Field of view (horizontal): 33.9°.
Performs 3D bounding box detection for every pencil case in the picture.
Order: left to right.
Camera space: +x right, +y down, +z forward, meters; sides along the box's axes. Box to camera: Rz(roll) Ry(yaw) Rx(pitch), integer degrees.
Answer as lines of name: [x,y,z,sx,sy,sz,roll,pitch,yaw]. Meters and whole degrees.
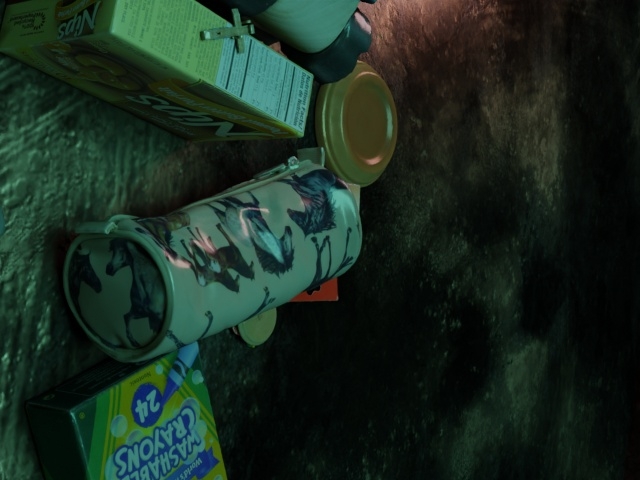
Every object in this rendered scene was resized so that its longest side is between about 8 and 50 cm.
pencil case: [-0.119,0.010,1.279,0.410,0.160,0.184,-22,99,-52]

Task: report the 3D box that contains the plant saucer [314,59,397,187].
plant saucer: [0.063,-0.181,1.624,0.200,0.037,0.200,-2,92,-53]

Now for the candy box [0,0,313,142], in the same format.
candy box: [-0.174,-0.199,1.177,0.316,0.183,0.088,22,74,-52]

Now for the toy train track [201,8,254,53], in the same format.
toy train track: [-0.095,-0.223,1.117,0.083,0.014,0.048,-23,107,-51]

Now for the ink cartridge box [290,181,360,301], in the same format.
ink cartridge box: [0.000,0.000,1.538,0.145,0.045,0.179,3,86,-53]

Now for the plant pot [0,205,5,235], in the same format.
plant pot: [-0.429,-0.029,0.743,0.334,0.341,0.341,47,54,-52]

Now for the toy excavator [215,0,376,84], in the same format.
toy excavator: [-0.030,-0.478,1.305,0.445,0.433,0.222,-55,139,2]

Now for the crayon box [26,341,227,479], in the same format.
crayon box: [-0.206,0.298,1.233,0.203,0.083,0.323,-29,114,-49]

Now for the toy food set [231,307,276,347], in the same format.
toy food set: [-0.091,0.103,1.435,0.083,0.020,0.083,-59,135,-33]
